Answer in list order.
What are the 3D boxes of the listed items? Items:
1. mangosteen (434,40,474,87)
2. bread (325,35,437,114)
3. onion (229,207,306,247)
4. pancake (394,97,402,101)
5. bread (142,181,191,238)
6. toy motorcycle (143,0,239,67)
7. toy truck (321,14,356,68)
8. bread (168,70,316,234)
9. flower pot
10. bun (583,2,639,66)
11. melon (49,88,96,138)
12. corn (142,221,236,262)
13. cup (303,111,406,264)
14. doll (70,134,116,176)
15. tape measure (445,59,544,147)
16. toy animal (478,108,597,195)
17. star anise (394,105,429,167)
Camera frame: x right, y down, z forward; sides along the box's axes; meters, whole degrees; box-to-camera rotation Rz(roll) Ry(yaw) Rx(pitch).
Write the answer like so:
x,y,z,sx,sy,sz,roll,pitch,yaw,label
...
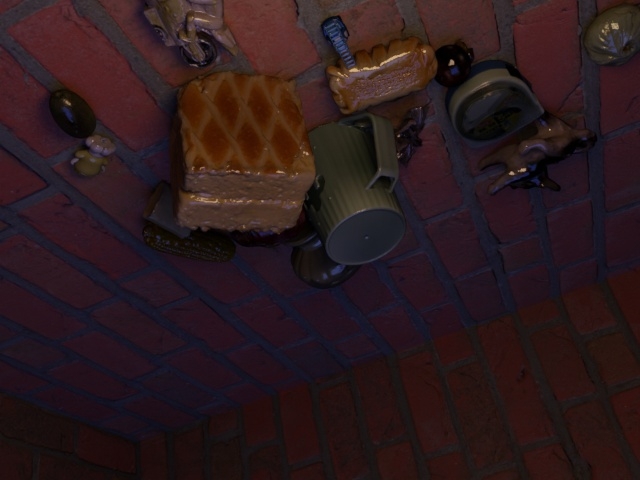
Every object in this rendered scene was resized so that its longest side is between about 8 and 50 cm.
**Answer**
x,y,z,sx,sy,sz,roll,pitch,yaw,label
0.386,-0.513,1.849,0.140,0.140,0.140,-9,145,-6,mangosteen
0.175,-0.473,1.817,0.311,0.121,0.173,-16,133,4,bread
-0.173,-0.069,2.006,0.246,0.190,0.246,-10,173,-1,onion
0.221,-0.464,1.936,0.116,0.023,0.129,-28,143,21,pancake
-0.491,-0.098,2.139,0.178,0.060,0.139,32,82,-46,bread
-0.315,-0.568,1.540,0.223,0.108,0.341,-17,139,17,toy motorcycle
0.053,-0.532,1.718,0.063,0.074,0.136,-26,126,16,toy truck
-0.225,-0.242,1.796,0.371,0.390,0.279,1,148,-18,bread
0.000,0.000,2.304,0.307,0.307,0.244,-28,129,20,flower pot
0.881,-0.593,1.893,0.195,0.118,0.195,-11,148,-7,bun
-0.676,-0.345,1.745,0.099,0.099,0.162,-16,146,5,melon
-0.466,0.007,2.296,0.363,0.120,0.120,14,137,-36,corn
0.083,-0.178,1.991,0.310,0.392,0.401,-14,141,-9,cup
-0.675,-0.251,1.909,0.106,0.062,0.162,13,138,-39,doll
0.528,-0.426,1.995,0.259,0.138,0.262,-32,141,23,tape measure
0.761,-0.284,2.224,0.302,0.194,0.344,5,147,-15,toy animal
0.274,-0.336,2.020,0.230,0.081,0.262,-55,163,2,star anise
